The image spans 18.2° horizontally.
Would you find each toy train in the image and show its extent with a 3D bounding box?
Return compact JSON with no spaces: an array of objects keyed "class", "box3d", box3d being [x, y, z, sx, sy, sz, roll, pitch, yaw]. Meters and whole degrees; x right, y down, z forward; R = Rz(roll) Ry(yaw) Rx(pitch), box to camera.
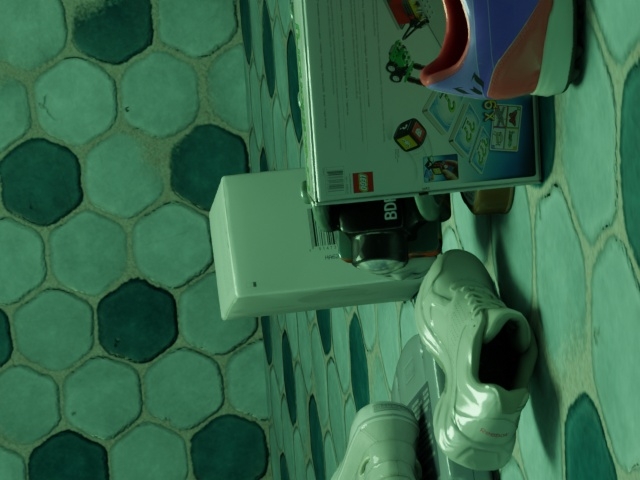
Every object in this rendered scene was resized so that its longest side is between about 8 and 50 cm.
[{"class":"toy train","box3d":[0.062,-0.124,1.876,0.190,0.142,0.334,35,-130,-69]}]

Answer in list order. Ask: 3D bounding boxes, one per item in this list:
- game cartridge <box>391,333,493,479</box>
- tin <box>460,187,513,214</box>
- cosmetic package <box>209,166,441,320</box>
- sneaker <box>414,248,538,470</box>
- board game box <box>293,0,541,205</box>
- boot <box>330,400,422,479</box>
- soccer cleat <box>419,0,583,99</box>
[{"class":"game cartridge","box3d":[0.124,0.198,2.081,0.294,0.060,0.196,113,147,-74]},{"class":"tin","box3d":[0.143,-0.115,1.776,0.106,0.040,0.189,-133,38,-71]},{"class":"cosmetic package","box3d":[0.000,0.000,2.203,0.224,0.224,0.138,124,139,-78]},{"class":"sneaker","box3d":[0.149,0.084,1.758,0.232,0.090,0.115,-100,28,-42]},{"class":"board game box","box3d":[0.076,-0.189,1.623,0.053,0.193,0.305,-128,34,-75]},{"class":"boot","box3d":[0.056,0.291,2.087,0.258,0.095,0.123,95,174,-48]},{"class":"soccer cleat","box3d":[0.127,-0.258,1.473,0.108,0.116,0.318,-117,22,-70]}]
